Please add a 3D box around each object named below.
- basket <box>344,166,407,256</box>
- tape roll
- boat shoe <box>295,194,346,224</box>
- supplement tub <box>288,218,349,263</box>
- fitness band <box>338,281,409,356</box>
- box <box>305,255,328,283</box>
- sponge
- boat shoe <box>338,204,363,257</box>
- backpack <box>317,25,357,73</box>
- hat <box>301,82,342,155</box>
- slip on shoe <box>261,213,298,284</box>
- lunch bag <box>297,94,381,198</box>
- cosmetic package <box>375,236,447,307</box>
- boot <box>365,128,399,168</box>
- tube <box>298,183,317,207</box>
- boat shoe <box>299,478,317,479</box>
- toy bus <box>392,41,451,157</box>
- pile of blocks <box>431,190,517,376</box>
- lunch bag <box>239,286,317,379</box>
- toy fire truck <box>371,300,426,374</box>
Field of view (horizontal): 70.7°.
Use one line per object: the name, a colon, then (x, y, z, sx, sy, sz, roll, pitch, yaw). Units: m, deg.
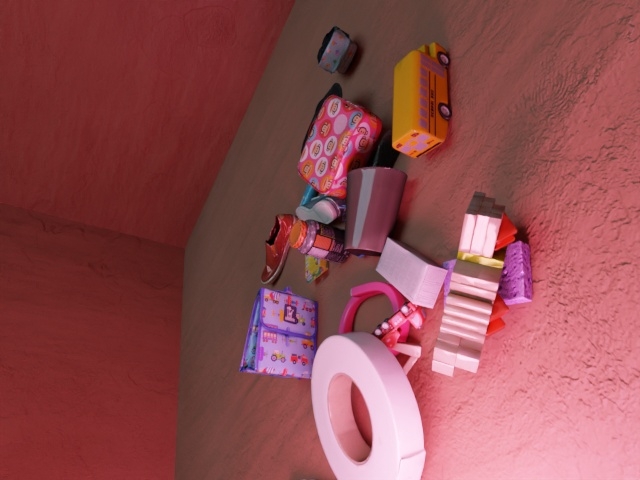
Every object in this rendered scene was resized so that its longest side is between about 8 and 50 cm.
basket: (0.146, -0.076, 1.290, 0.204, 0.154, 0.227, -6, 74, 57)
tape roll: (0.094, 0.412, 1.065, 0.392, 0.072, 0.392, 12, 104, 61)
boat shoe: (0.005, -0.109, 1.672, 0.099, 0.116, 0.319, -38, 9, -21)
supplement tub: (0.000, 0.000, 1.474, 0.117, 0.190, 0.117, -41, 40, 47)
fitness band: (0.137, 0.222, 1.235, 0.291, 0.054, 0.209, -26, 53, 57)
box: (-0.014, 0.063, 1.636, 0.105, 0.043, 0.179, -42, 38, 46)
sponge: (0.341, 0.082, 0.944, 0.210, 0.031, 0.117, -26, 53, 56)
boat shoe: (0.113, -0.078, 1.412, 0.109, 0.089, 0.258, -44, 39, 45)
backpack: (0.064, -0.762, 1.829, 0.166, 0.144, 0.188, -57, 8, 27)
hat: (0.048, -0.414, 1.693, 0.331, 0.134, 0.331, -54, 25, 39)
slip on shoe: (-0.198, 0.034, 1.944, 0.123, 0.101, 0.331, 45, 116, 59)
lunch bag: (0.041, -0.305, 1.443, 0.258, 0.120, 0.293, 45, 116, 43)
cosmetic package: (0.219, 0.074, 1.121, 0.239, 0.060, 0.099, -132, 61, -69)
boot: (0.170, -0.284, 1.459, 0.190, 0.076, 0.208, -64, 21, 14)
tube: (-0.033, -0.214, 1.828, 0.080, 0.052, 0.207, 13, 82, 54)
boat shoe: (-0.007, 0.695, 1.206, 0.258, 0.084, 0.095, -35, 45, 52)
toy bus: (0.273, -0.396, 1.238, 0.108, 0.130, 0.333, -29, 50, 55)
pile of blocks: (0.311, 0.094, 0.871, 0.112, 0.149, 0.362, 14, 101, 22)
lunch bag: (-0.125, 0.301, 1.509, 0.138, 0.221, 0.293, -27, 52, 55)
toy fire truck: (0.192, 0.246, 1.073, 0.192, 0.135, 0.047, -44, -9, 15)
